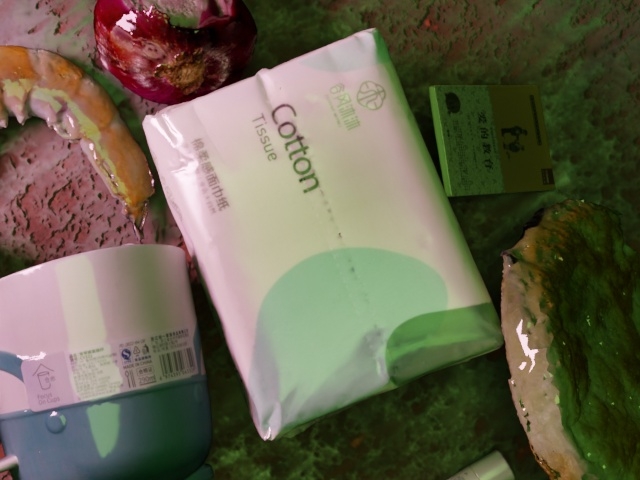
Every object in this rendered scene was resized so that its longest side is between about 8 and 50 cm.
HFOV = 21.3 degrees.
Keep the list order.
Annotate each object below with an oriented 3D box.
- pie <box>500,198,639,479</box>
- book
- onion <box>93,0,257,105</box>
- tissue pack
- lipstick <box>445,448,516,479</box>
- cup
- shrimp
[{"bbox_3d":[0.289,0.138,1.724,0.078,0.296,0.371,-22,84,36],"label":"pie"},{"bbox_3d":[0.183,-0.107,1.800,0.172,0.012,0.118,-6,85,-44],"label":"book"},{"bbox_3d":[-0.160,-0.226,1.800,0.173,0.198,0.135,10,125,-17],"label":"onion"},{"bbox_3d":[0.000,-0.001,1.744,0.266,0.194,0.356,-22,86,-4],"label":"tissue pack"},{"bbox_3d":[0.138,0.273,1.805,0.141,0.040,0.040,-31,87,-6],"label":"lipstick"},{"bbox_3d":[-0.253,0.136,1.695,0.290,0.219,0.257,-9,86,-27],"label":"cup"},{"bbox_3d":[-0.311,-0.114,1.810,0.287,0.068,0.185,12,84,-10],"label":"shrimp"}]
